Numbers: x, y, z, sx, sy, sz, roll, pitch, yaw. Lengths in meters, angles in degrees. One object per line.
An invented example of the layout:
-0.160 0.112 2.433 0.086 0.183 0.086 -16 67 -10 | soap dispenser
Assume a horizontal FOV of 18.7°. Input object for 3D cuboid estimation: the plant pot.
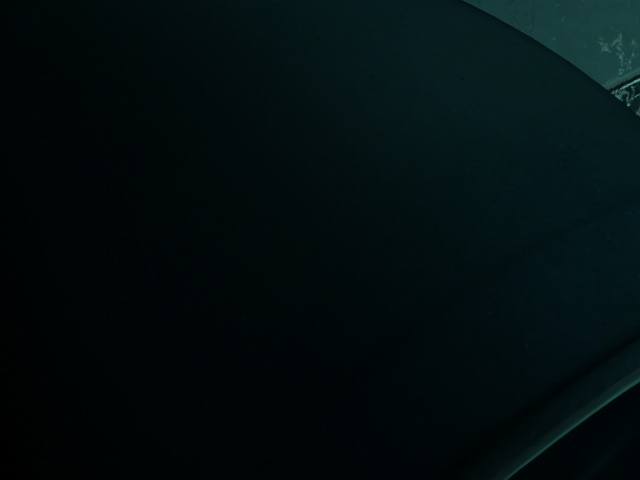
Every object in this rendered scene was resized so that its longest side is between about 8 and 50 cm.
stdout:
-0.002 0.021 0.674 0.255 0.271 0.272 50 -3 24 | plant pot
